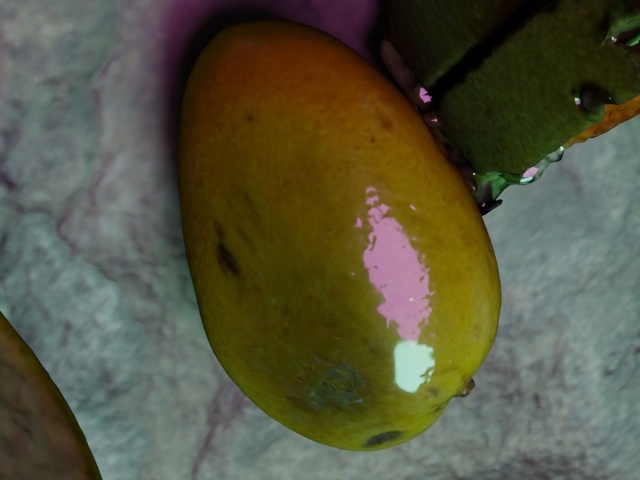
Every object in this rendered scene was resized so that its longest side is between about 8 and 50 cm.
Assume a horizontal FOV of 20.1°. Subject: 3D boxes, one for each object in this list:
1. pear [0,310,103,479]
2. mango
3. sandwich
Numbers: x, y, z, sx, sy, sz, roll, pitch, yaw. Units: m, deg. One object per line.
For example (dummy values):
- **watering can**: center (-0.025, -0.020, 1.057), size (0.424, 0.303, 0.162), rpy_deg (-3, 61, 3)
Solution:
- **pear**: center (-0.289, 0.105, 0.600), size (0.342, 0.238, 0.318), rpy_deg (23, 121, -44)
- **mango**: center (0.000, 0.000, 0.747), size (0.098, 0.137, 0.195), rpy_deg (-53, 124, -44)
- **sandwich**: center (0.148, -0.128, 0.693), size (0.212, 0.109, 0.292), rpy_deg (-32, 177, -20)
